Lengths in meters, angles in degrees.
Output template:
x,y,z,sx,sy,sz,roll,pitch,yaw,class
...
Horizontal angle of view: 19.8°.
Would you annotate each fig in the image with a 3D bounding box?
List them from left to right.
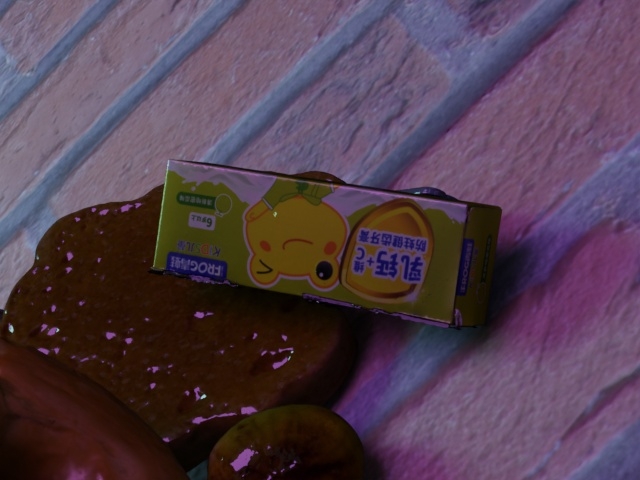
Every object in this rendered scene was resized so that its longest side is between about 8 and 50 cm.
x,y,z,sx,sy,sz,roll,pitch,yaw,class
-0.027,0.207,1.581,0.153,0.136,0.120,-39,-15,-33,fig

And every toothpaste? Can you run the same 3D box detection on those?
x,y,z,sx,sy,sz,roll,pitch,yaw,class
0.000,0.000,1.664,0.327,0.077,0.110,9,92,29,toothpaste

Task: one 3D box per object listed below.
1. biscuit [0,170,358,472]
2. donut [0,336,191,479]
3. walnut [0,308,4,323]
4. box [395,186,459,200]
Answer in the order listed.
x,y,z,sx,sy,sz,roll,pitch,yaw,class
-0.122,0.064,1.783,0.381,0.074,0.359,-28,50,-9,biscuit
-0.273,0.261,1.477,0.198,0.449,0.449,-54,28,34,donut
-0.351,0.166,1.892,0.224,0.224,0.224,-29,40,27,walnut
0.088,-0.010,1.707,0.099,0.074,0.054,-6,64,45,box
